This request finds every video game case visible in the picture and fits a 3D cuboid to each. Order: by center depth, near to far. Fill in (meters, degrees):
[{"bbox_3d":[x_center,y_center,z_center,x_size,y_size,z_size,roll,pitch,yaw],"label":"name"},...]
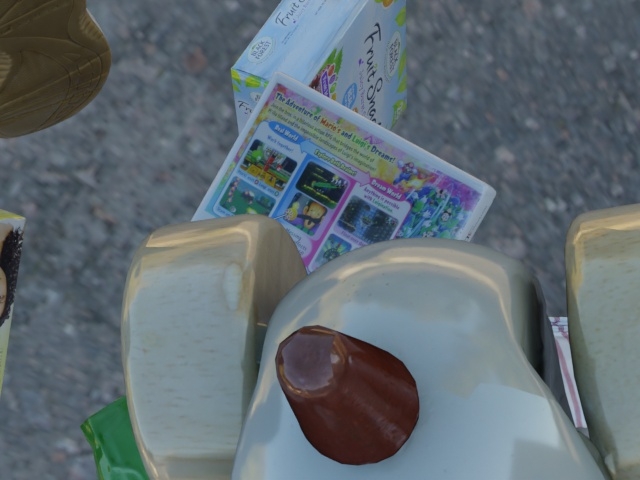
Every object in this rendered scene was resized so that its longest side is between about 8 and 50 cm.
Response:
[{"bbox_3d":[0.000,0.000,1.038,0.157,0.019,0.143,31,93,31],"label":"video game case"}]

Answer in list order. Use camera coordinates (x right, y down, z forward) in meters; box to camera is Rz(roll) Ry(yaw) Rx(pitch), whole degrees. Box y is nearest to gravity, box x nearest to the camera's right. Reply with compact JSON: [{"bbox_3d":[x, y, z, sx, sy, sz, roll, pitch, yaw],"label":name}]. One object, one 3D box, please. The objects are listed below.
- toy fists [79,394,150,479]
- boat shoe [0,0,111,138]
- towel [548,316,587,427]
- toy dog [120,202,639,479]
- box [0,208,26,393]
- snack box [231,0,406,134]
[{"bbox_3d":[-0.073,0.171,1.698,0.279,0.096,0.142,-29,76,4],"label":"toy fists"},{"bbox_3d":[-0.204,-0.158,1.257,0.098,0.277,0.096,-24,73,-14],"label":"boat shoe"},{"bbox_3d":[0.242,0.129,1.742,0.197,0.144,0.029,-1,46,26],"label":"towel"},{"bbox_3d":[0.035,0.133,0.439,0.220,0.161,0.333,-28,79,15],"label":"toy dog"},{"bbox_3d":[-0.325,0.087,1.676,0.058,0.087,0.232,18,105,34],"label":"box"},{"bbox_3d":[0.004,-0.124,1.541,0.070,0.207,0.174,24,59,17],"label":"snack box"}]
